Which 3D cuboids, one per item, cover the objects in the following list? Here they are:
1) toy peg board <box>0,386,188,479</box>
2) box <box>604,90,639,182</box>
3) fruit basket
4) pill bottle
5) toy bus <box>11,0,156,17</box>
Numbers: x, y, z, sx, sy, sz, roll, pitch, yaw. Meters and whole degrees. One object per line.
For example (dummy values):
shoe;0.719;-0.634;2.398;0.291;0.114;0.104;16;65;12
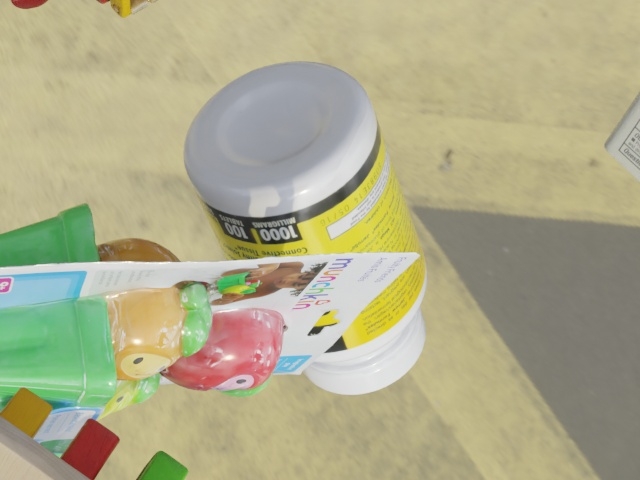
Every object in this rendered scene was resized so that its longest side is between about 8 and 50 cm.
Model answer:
toy peg board;-0.154;0.132;0.796;0.161;0.079;0.161;36;122;-3
box;0.346;-0.144;1.176;0.148;0.311;0.121;46;45;16
fruit basket;-0.134;0.087;1.381;0.353;0.327;0.165;3;68;-19
pill bottle;0.000;0.000;1.689;0.188;0.188;0.334;-28;134;-6
toy bus;-0.177;-0.286;1.390;0.202;0.104;0.191;7;60;0
